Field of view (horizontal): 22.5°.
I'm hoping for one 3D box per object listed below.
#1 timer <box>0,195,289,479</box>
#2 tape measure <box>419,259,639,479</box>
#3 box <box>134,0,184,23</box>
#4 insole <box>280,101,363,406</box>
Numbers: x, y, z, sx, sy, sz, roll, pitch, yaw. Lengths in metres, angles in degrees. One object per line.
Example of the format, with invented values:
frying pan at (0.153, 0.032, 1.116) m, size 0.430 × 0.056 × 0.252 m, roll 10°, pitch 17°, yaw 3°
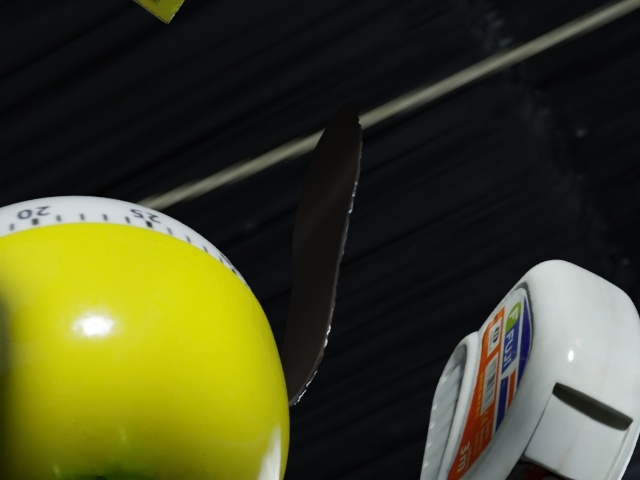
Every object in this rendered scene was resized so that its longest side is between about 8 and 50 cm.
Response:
timer at (-0.136, 0.133, 0.930) m, size 0.285 × 0.285 × 0.285 m, roll 59°, pitch 13°, yaw -22°
tape measure at (0.183, 0.168, 1.402) m, size 0.130 × 0.265 × 0.258 m, roll 28°, pitch 38°, yaw -9°
box at (-0.196, -0.318, 1.583) m, size 0.193 × 0.121 × 0.030 m, roll 35°, pitch 1°, yaw -17°
insole at (0.000, 0.000, 1.267) m, size 0.007 × 0.111 × 0.328 m, roll 24°, pitch 41°, yaw -15°
